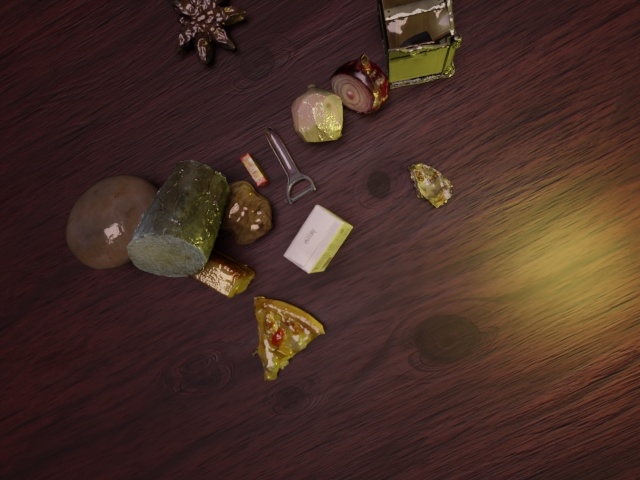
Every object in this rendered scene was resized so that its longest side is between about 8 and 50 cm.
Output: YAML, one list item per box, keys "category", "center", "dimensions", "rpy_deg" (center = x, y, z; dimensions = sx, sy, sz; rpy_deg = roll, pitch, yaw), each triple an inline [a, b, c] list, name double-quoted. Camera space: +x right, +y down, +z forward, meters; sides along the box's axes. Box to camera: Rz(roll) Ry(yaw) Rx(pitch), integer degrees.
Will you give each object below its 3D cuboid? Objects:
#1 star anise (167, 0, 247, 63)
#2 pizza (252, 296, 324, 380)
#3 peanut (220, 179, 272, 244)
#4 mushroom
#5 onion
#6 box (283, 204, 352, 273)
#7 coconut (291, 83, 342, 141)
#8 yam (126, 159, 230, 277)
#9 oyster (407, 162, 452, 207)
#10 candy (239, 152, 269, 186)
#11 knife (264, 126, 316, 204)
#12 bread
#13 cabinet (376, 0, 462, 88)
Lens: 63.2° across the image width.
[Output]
- category: "star anise"
  center: [-0.423, -0.780, 1.848]
  dimensions: [0.315, 0.108, 0.315]
  rpy_deg: [0, 94, 2]
- category: "pizza"
  center: [-0.137, 0.361, 1.813]
  dimensions: [0.280, 0.075, 0.288]
  rpy_deg: [15, 92, 9]
- category: "peanut"
  center: [-0.272, -0.094, 1.819]
  dimensions: [0.233, 0.110, 0.197]
  rpy_deg: [38, 90, 7]
- category: "mushroom"
  center: [-0.691, -0.049, 1.812]
  dimensions: [0.362, 0.294, 0.362]
  rpy_deg: [-14, 51, 18]
- category: "onion"
  center: [0.140, -0.537, 1.709]
  dimensions: [0.195, 0.218, 0.140]
  rpy_deg: [40, 66, 19]
- category: "box"
  center: [0.000, 0.000, 1.702]
  dimensions: [0.111, 0.260, 0.194]
  rpy_deg: [34, 93, 11]
- category: "coconut"
  center: [-0.011, -0.429, 1.750]
  dimensions: [0.194, 0.194, 0.194]
  rpy_deg: [0, 90, 9]
- category: "yam"
  center: [-0.436, -0.070, 1.656]
  dimensions: [0.241, 0.241, 0.348]
  rpy_deg: [10, 57, 9]
- category: "oyster"
  center: [0.361, -0.192, 1.751]
  dimensions: [0.177, 0.056, 0.105]
  rpy_deg: [37, 88, 6]
- category: "candy"
  center: [-0.232, -0.246, 1.838]
  dimensions: [0.038, 0.062, 0.122]
  rpy_deg: [-34, 85, 7]
- category: "knife"
  center: [-0.127, -0.269, 1.827]
  dimensions: [0.123, 0.053, 0.278]
  rpy_deg: [-29, 85, 12]
- category: "bread"
  center: [-0.379, 0.084, 1.799]
  dimensions: [0.274, 0.185, 0.114]
  rpy_deg: [30, 98, 9]
- category: "cabinet"
  center: [0.303, -0.683, 1.631]
  dimensions: [0.227, 0.318, 0.290]
  rpy_deg: [-9, 88, 8]
